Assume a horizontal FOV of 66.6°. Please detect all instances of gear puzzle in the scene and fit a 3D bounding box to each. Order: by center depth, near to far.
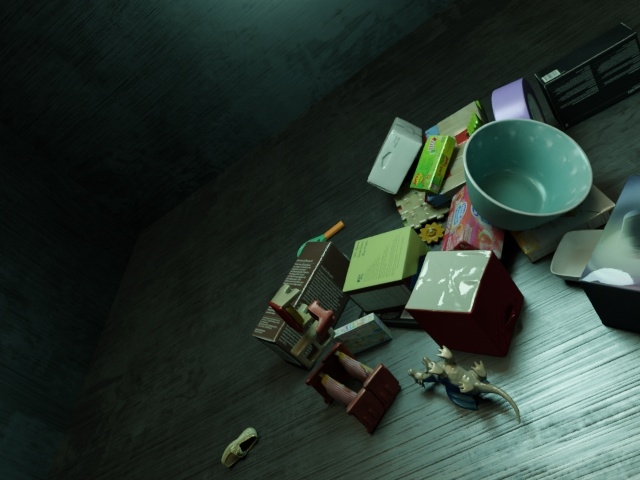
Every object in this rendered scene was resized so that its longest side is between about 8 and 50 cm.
[{"bbox_3d":[0.359,-0.103,1.667,0.175,0.044,0.339,-24,39,12],"label":"gear puzzle"}]

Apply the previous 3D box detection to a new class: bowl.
[{"bbox_3d":[0.639,0.043,1.159,0.142,0.053,0.142,2,54,51],"label":"bowl"},{"bbox_3d":[0.511,-0.148,1.267,0.311,0.163,0.312,-1,58,1],"label":"bowl"}]

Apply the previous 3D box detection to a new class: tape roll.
[{"bbox_3d":[0.602,-0.331,1.436,0.090,0.275,0.275,-20,38,34],"label":"tape roll"}]

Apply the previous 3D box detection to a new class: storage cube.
[{"bbox_3d":[0.361,0.151,1.213,0.215,0.193,0.184,-4,49,48],"label":"storage cube"}]

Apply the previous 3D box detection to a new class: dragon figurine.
[{"bbox_3d":[0.334,0.332,1.130,0.289,0.144,0.085,19,63,35],"label":"dragon figurine"}]

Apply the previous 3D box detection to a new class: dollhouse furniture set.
[{"bbox_3d":[0.017,0.303,1.255,0.152,0.374,0.201,-49,30,-18],"label":"dollhouse furniture set"}]

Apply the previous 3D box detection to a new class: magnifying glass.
[{"bbox_3d":[0.000,0.000,1.966,0.231,0.026,0.092,-36,32,10],"label":"magnifying glass"}]

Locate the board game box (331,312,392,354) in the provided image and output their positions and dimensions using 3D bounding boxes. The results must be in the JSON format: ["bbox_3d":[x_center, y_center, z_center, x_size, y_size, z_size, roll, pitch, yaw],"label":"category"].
[{"bbox_3d":[0.117,0.278,1.424,0.154,0.103,0.026,-29,34,22],"label":"board game box"}]

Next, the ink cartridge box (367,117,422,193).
[{"bbox_3d":[0.275,-0.313,1.782,0.283,0.117,0.207,-64,-1,-64],"label":"ink cartridge box"}]

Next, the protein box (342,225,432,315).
[{"bbox_3d":[0.202,0.093,1.450,0.201,0.136,0.200,-17,41,37],"label":"protein box"}]

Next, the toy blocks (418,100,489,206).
[{"bbox_3d":[0.449,-0.271,1.620,0.261,0.190,0.381,-28,49,32],"label":"toy blocks"}]

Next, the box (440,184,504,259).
[{"bbox_3d":[0.438,-0.042,1.383,0.257,0.122,0.128,-67,6,-33],"label":"box"}]

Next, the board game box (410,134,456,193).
[{"bbox_3d":[0.361,-0.245,1.564,0.092,0.043,0.181,18,88,59],"label":"board game box"}]

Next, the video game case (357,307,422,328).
[{"bbox_3d":[0.268,0.148,1.475,0.274,0.035,0.248,-6,48,46],"label":"video game case"}]

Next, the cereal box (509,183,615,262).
[{"bbox_3d":[0.630,-0.063,1.301,0.240,0.047,0.173,-33,32,17],"label":"cereal box"}]

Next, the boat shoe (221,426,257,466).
[{"bbox_3d":[-0.243,0.627,1.467,0.135,0.050,0.045,-50,26,-10],"label":"boat shoe"}]

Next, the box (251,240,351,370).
[{"bbox_3d":[-0.039,0.205,1.605,0.143,0.191,0.381,3,53,50],"label":"box"}]

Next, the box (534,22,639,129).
[{"bbox_3d":[0.816,-0.487,1.467,0.261,0.184,0.103,-28,32,23],"label":"box"}]

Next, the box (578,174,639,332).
[{"bbox_3d":[0.729,0.035,0.948,0.296,0.183,0.294,10,61,53],"label":"box"}]
